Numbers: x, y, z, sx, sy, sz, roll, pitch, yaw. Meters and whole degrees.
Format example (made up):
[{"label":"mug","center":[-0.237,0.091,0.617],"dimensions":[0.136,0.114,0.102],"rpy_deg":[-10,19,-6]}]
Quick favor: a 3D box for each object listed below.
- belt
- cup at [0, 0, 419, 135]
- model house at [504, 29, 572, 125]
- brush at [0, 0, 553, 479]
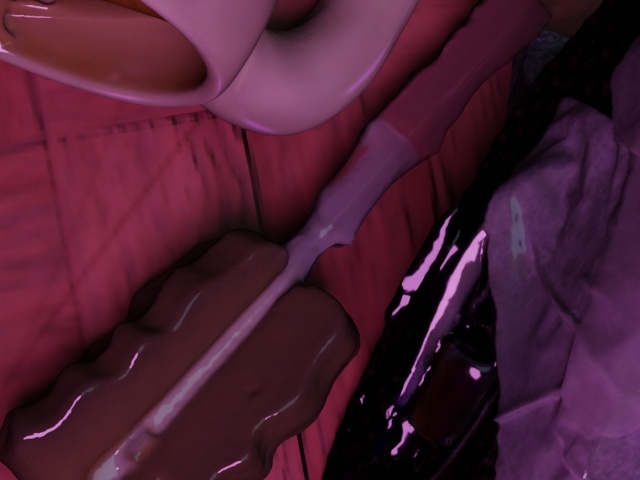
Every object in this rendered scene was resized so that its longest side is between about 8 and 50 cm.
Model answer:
[{"label":"belt","center":[0.099,0.047,0.708],"dimensions":[0.164,0.184,0.289],"rpy_deg":[21,107,-22]},{"label":"cup","center":[-0.036,-0.153,0.684],"dimensions":[0.255,0.173,0.202],"rpy_deg":[28,75,-23]},{"label":"model house","center":[0.111,-0.038,0.829],"dimensions":[0.079,0.066,0.083],"rpy_deg":[18,60,-16]},{"label":"brush","center":[0.000,0.000,0.753],"dimensions":[0.084,0.071,0.301],"rpy_deg":[48,66,-13]}]
